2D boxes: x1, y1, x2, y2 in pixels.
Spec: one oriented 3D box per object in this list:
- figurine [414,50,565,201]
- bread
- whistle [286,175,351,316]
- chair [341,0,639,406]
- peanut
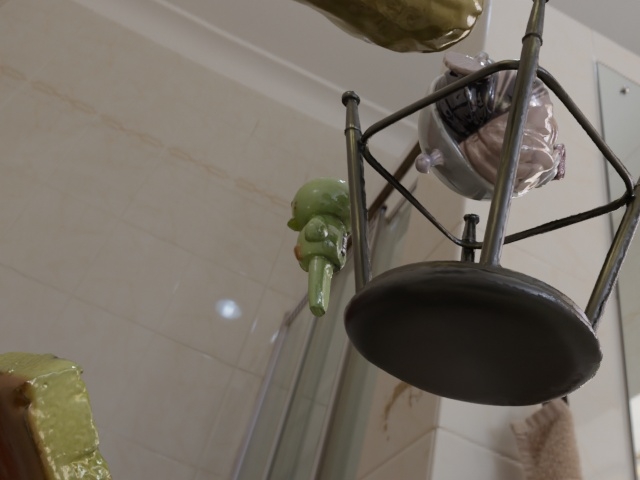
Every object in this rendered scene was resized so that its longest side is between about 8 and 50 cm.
[{"bbox_3d":[0.293,-0.171,1.112,0.253,0.361,0.211,42,-73,12],"label":"figurine"},{"bbox_3d":[-0.242,0.279,0.641,0.138,0.077,0.361,-6,-78,43],"label":"bread"},{"bbox_3d":[-0.009,-0.002,1.216,0.141,0.294,0.141,15,-32,10],"label":"whistle"},{"bbox_3d":[0.225,-0.018,0.918,0.362,0.410,0.364,-20,-49,43],"label":"chair"},{"bbox_3d":[0.028,-0.294,0.717,0.319,0.147,0.147,16,-41,-17],"label":"peanut"}]
